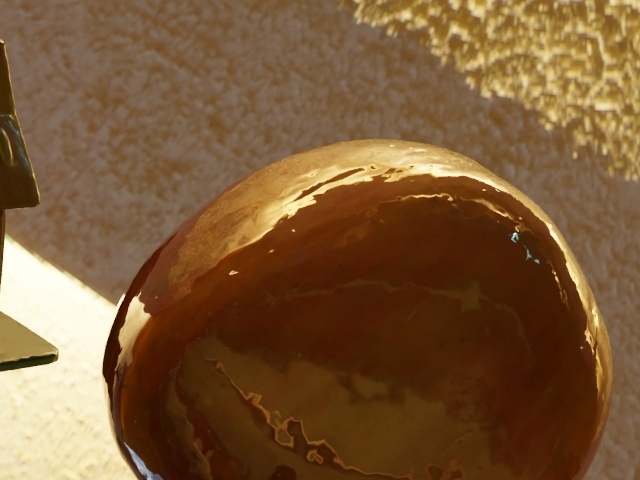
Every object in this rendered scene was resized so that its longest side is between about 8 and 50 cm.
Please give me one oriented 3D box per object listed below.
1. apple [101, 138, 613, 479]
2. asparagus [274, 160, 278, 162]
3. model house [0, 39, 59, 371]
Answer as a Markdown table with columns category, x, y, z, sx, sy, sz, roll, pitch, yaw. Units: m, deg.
| category | x | y | z | sx | sy | sz | roll | pitch | yaw |
| --- | --- | --- | --- | --- | --- | --- | --- | --- | --- |
| apple | 0.019 | 0.068 | 0.737 | 0.241 | 0.242 | 0.242 | -33 | -75 | 1 |
| asparagus | 0.000 | 0.000 | 1.288 | 0.016 | 0.013 | 0.166 | -21 | -77 | 54 |
| model house | -0.447 | -0.054 | 1.388 | 0.340 | 0.300 | 0.323 | 25 | -68 | 46 |
